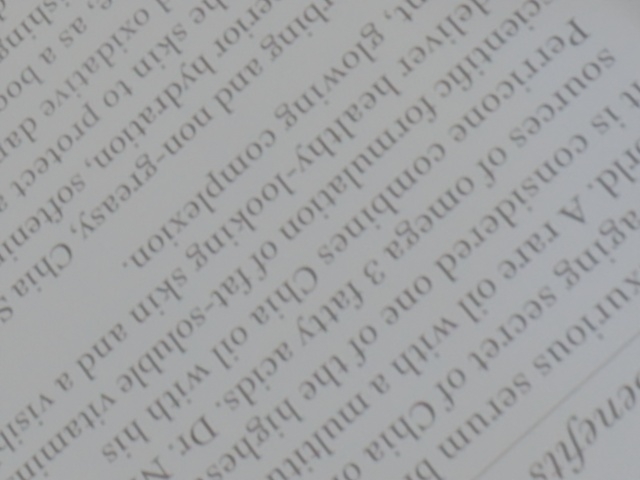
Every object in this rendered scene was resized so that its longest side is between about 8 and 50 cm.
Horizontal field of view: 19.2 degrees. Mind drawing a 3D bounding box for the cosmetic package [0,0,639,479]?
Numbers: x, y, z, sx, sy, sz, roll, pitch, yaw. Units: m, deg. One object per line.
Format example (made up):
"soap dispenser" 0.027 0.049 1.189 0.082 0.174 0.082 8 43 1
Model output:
"cosmetic package" 0.000 0.000 0.542 0.230 0.161 0.453 -42 65 7
